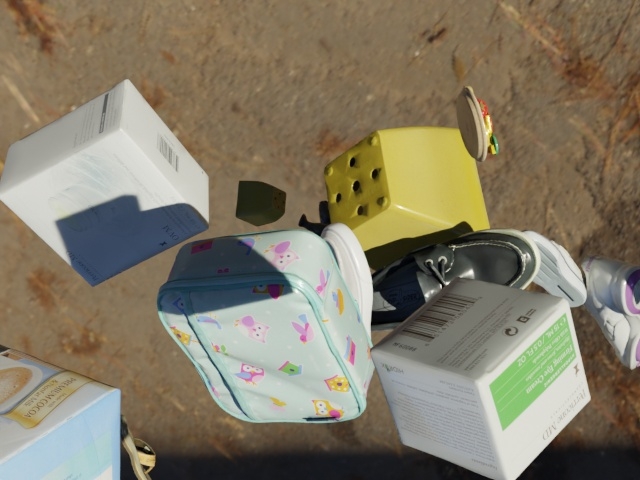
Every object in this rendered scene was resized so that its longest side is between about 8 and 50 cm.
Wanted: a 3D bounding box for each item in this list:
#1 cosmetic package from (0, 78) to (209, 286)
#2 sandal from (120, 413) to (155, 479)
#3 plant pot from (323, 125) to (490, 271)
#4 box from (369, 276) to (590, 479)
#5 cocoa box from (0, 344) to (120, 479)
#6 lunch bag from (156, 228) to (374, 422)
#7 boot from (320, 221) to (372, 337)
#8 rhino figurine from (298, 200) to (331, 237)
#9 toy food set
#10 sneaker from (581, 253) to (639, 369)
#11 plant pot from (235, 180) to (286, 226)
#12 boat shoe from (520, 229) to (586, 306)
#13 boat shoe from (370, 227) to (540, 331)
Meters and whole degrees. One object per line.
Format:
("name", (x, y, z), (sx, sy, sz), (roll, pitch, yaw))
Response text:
("cosmetic package", (-0.323, -0.081, 1.421), (0.224, 0.138, 0.224), (-25, 130, 16))
("sandal", (-0.343, 0.404, 1.778), (0.072, 0.049, 0.180), (-140, 32, -62))
("plant pot", (0.126, -0.072, 1.554), (0.187, 0.212, 0.212), (14, 148, -38))
("box", (0.110, 0.092, 0.640), (0.102, 0.101, 0.087), (11, 128, 48))
("cocoa box", (-0.357, 0.256, 0.774), (0.227, 0.347, 0.232), (14, 112, 24))
("lunch bag", (-0.065, 0.119, 1.151), (0.223, 0.108, 0.279), (-6, 131, 20))
("boot", (0.004, 0.111, 1.346), (0.095, 0.123, 0.259), (16, 119, 50))
("rhino figurine", (0.000, 0.000, 1.806), (0.106, 0.243, 0.073), (26, 135, 4))
("toy food set", (0.164, -0.122, 0.989), (0.020, 0.083, 0.083), (-14, 102, -5))
("sneaker", (0.601, 0.135, 1.874), (0.152, 0.114, 0.305), (29, 153, 44))
("plant pot", (-0.118, -0.081, 1.953), (0.083, 0.082, 0.081), (-5, 163, 32))
("boat shoe", (0.429, 0.040, 1.771), (0.083, 0.076, 0.226), (-20, 131, 31))
("boat shoe", (0.169, 0.071, 1.433), (0.340, 0.113, 0.127), (-14, 95, 37))
